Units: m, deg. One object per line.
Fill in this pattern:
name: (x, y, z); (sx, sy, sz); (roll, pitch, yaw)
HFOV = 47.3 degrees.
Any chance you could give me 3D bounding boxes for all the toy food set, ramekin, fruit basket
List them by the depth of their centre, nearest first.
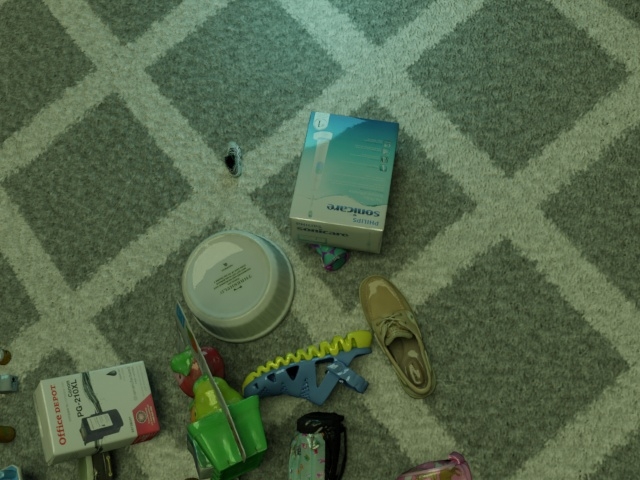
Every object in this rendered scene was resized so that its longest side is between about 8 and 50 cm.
fruit basket: (-0.250, 0.338, 1.566); (0.165, 0.327, 0.353); (-27, 71, -22)
ramekin: (-0.202, 0.098, 1.729); (0.273, 0.127, 0.273); (-3, 72, 10)
toy food set: (-0.815, 0.375, 1.775); (0.111, 0.104, 0.232); (-10, 72, 8)

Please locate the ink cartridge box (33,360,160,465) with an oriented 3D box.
ink cartridge box: (-0.506, 0.386, 1.651); (0.237, 0.100, 0.172); (-7, 67, -31)

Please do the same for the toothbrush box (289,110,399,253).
toothbrush box: (0.058, -0.137, 1.714); (0.216, 0.126, 0.295); (8, 64, 4)

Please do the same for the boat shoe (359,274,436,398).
boat shoe: (0.173, 0.206, 1.636); (0.109, 0.098, 0.302); (-23, 71, 0)

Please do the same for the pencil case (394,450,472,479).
pencil case: (0.268, 0.631, 1.459); (0.167, 0.160, 0.386); (-11, 70, -13)

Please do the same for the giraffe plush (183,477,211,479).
giraffe plush: (-0.288, 0.603, 1.568); (0.210, 0.170, 0.181); (-25, 70, 3)

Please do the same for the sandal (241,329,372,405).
sandal: (-0.019, 0.306, 1.627); (0.317, 0.126, 0.138); (-18, 78, 0)

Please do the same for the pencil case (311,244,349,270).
pencil case: (0.000, 0.000, 1.753); (0.070, 0.064, 0.151); (-32, 69, -17)

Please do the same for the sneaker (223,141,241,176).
sneaker: (-0.226, -0.217, 1.861); (0.038, 0.069, 0.098); (-14, 71, 6)

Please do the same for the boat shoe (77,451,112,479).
boat shoe: (-0.530, 0.461, 1.715); (0.081, 0.069, 0.227); (-41, 52, 44)

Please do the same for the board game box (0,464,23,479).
board game box: (-0.803, 0.756, 1.637); (0.390, 0.050, 0.390); (-26, 69, 16)

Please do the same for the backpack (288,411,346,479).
backpack: (-0.011, 0.469, 1.582); (0.115, 0.152, 0.182); (3, 86, 17)
